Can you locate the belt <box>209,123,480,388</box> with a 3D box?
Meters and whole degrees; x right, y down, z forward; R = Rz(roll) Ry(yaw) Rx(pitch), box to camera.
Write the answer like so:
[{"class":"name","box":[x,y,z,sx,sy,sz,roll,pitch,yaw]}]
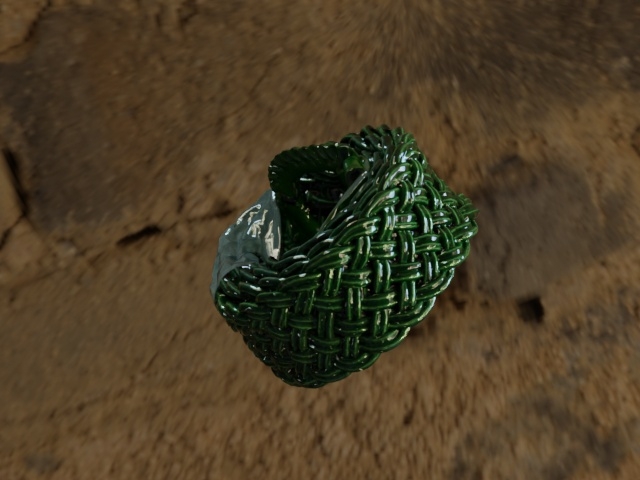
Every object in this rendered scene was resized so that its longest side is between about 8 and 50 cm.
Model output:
[{"class":"belt","box":[0.000,0.000,0.823,0.079,0.151,0.121,46,-103,-15]}]
